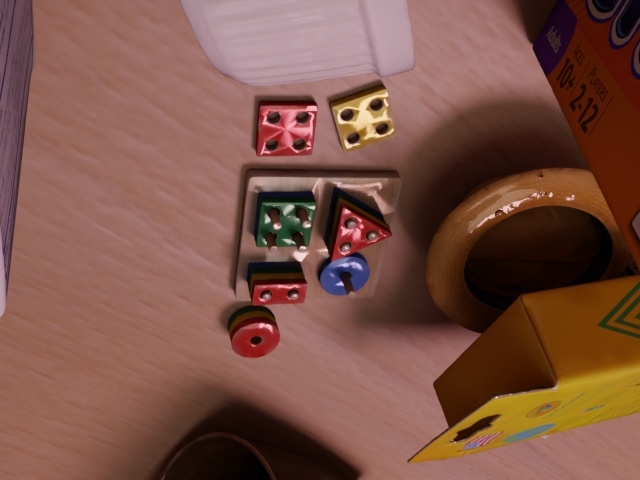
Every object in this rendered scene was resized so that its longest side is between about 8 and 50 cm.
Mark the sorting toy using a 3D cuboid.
[{"bbox_3d":[0.000,0.000,0.692,0.132,0.046,0.274,0,127,-15],"label":"sorting toy"}]

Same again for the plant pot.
[{"bbox_3d":[-0.030,0.319,0.852,0.230,0.215,0.215,19,121,-45],"label":"plant pot"}]

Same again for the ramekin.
[{"bbox_3d":[-0.022,-0.184,0.446,0.109,0.207,0.207,-12,130,6],"label":"ramekin"}]

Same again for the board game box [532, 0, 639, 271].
[{"bbox_3d":[0.382,-0.134,0.433,0.356,0.356,0.356,21,121,-8],"label":"board game box"}]

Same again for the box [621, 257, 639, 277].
[{"bbox_3d":[0.341,0.010,0.764,0.207,0.036,0.114,-34,130,32],"label":"box"}]

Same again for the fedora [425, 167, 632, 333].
[{"bbox_3d":[0.179,-0.002,0.717,0.194,0.079,0.194,-6,128,-8],"label":"fedora"}]

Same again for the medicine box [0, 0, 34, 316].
[{"bbox_3d":[-0.221,-0.151,0.371,0.149,0.263,0.289,-1,127,-15],"label":"medicine box"}]

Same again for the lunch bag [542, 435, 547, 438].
[{"bbox_3d":[0.243,0.172,0.890,0.083,0.053,0.071,26,120,-41],"label":"lunch bag"}]

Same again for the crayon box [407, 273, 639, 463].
[{"bbox_3d":[0.240,0.108,0.722,0.318,0.081,0.202,-8,153,-20],"label":"crayon box"}]
